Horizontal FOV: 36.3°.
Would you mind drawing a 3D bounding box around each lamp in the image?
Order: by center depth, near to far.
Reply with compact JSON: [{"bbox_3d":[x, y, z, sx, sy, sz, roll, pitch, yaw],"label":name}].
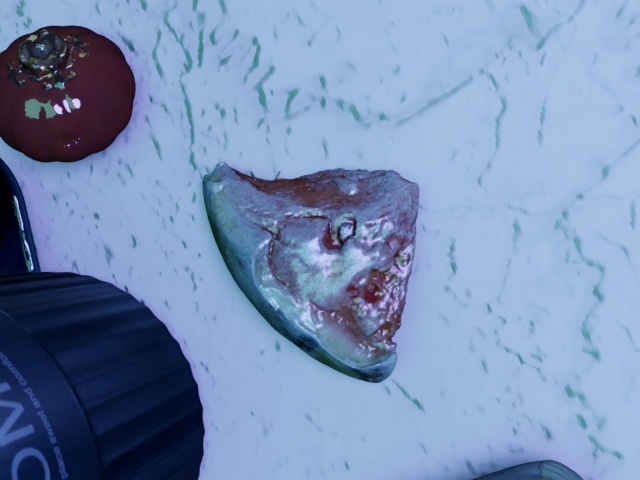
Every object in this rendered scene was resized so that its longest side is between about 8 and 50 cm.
[{"bbox_3d":[-0.175,-0.100,0.660,0.101,0.090,0.101,0,62,-1],"label":"lamp"}]

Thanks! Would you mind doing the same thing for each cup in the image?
[{"bbox_3d":[-0.243,0.118,0.586,0.242,0.292,0.308,-44,80,14],"label":"cup"}]

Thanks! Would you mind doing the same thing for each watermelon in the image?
[{"bbox_3d":[0.000,0.000,0.627,0.139,0.071,0.187,-43,81,10],"label":"watermelon"}]

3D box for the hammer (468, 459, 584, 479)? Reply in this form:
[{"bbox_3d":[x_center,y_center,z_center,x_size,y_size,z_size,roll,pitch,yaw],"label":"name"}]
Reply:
[{"bbox_3d":[0.125,0.310,0.592,0.206,0.119,0.336,-24,93,18],"label":"hammer"}]
